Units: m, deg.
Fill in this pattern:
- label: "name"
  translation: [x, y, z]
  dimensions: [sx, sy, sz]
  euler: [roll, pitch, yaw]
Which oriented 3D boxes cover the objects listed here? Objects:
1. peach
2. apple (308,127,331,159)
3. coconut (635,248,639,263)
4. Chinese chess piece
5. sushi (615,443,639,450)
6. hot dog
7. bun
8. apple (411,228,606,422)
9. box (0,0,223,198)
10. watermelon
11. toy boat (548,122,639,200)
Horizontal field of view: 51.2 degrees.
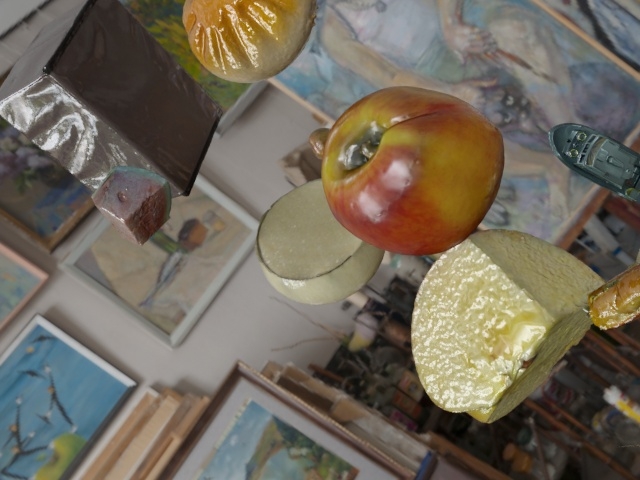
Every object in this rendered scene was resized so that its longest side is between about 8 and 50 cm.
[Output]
- label: "peach"
  translation: [0.139, -0.095, 0.956]
  dimensions: [0.281, 0.281, 0.238]
  euler: [129, 138, -53]
- label: "apple"
  translation: [0.010, -0.250, 1.713]
  dimensions: [0.071, 0.083, 0.084]
  euler: [-27, 4, 2]
- label: "coconut"
  translation: [0.686, 0.071, 1.128]
  dimensions: [0.244, 0.248, 0.245]
  euler: [-59, 11, 18]
- label: "Chinese chess piece"
  translation: [0.000, 0.000, 1.707]
  dimensions: [0.338, 0.338, 0.140]
  euler: [-55, -36, -18]
- label: "sushi"
  translation: [0.782, 0.432, 1.393]
  dimensions: [0.192, 0.280, 0.043]
  euler: [71, -169, -70]
- label: "hot dog"
  translation: [0.475, 0.048, 0.913]
  dimensions: [0.115, 0.072, 0.269]
  euler: [-29, -11, -43]
- label: "bun"
  translation: [-0.154, -0.460, 1.304]
  dimensions: [0.299, 0.299, 0.165]
  euler: [-53, -22, 22]
- label: "apple"
  translation: [0.320, 0.162, 1.174]
  dimensions: [0.252, 0.314, 0.309]
  euler: [-77, 8, -50]
- label: "box"
  translation: [-0.297, -0.190, 0.956]
  dimensions: [0.153, 0.252, 0.188]
  euler: [-12, 49, 35]
- label: "watermelon"
  translation: [-0.215, -0.039, 0.782]
  dimensions: [0.092, 0.072, 0.084]
  euler: [-28, -37, 11]
- label: "toy boat"
  translation: [0.679, -0.203, 1.637]
  dimensions: [0.114, 0.296, 0.122]
  euler: [-64, 16, 5]
